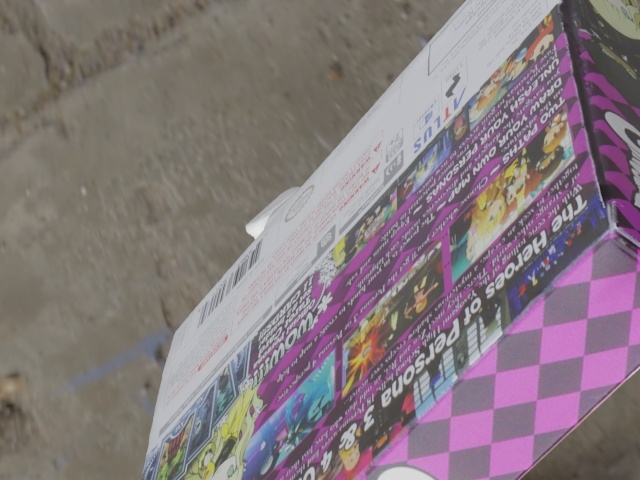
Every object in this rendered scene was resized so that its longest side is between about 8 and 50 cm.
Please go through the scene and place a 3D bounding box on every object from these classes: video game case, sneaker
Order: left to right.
[{"bbox_3d":[0.000,0.000,1.588,0.080,0.212,0.094,-41,97,-7],"label":"sneaker"},{"bbox_3d":[0.020,0.026,0.588,0.042,0.210,0.232,33,117,-17],"label":"video game case"}]
